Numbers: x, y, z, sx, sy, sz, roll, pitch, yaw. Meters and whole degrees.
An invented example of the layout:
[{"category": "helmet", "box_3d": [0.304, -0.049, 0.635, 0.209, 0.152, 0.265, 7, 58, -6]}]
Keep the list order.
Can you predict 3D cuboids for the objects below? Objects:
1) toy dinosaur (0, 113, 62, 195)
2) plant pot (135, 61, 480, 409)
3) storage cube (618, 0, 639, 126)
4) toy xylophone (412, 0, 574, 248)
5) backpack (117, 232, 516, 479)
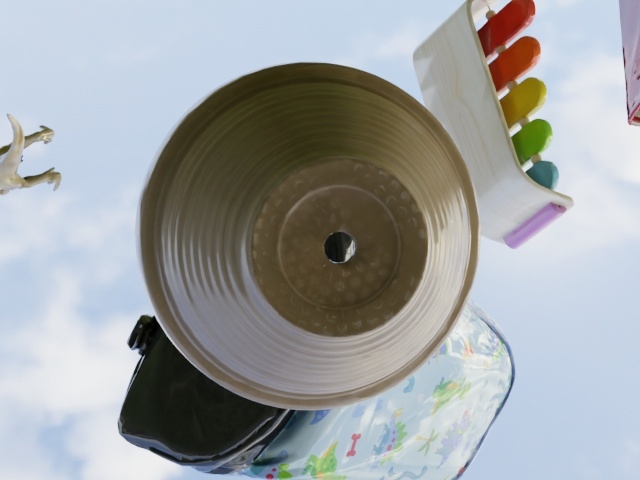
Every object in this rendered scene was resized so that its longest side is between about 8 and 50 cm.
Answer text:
[{"category": "toy dinosaur", "box_3d": [-0.253, -0.056, 1.347, 0.093, 0.053, 0.183, -21, 177, -41]}, {"category": "plant pot", "box_3d": [0.000, 0.000, 1.107, 0.237, 0.237, 0.110, -7, -174, -10]}, {"category": "storage cube", "box_3d": [0.380, -0.216, 1.476, 0.215, 0.183, 0.193, 4, -115, -7]}, {"category": "toy xylophone", "box_3d": [0.182, -0.141, 2.032, 0.081, 0.236, 0.322, 3, -111, -35]}, {"category": "backpack", "box_3d": [0.020, 0.107, 1.560, 0.273, 0.290, 0.355, 25, 177, 20]}]
